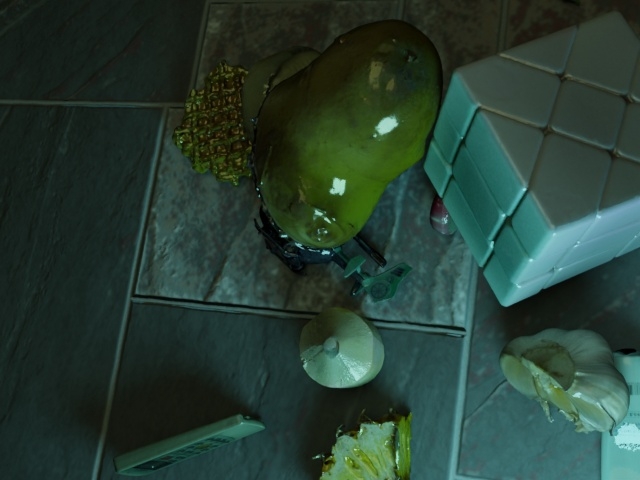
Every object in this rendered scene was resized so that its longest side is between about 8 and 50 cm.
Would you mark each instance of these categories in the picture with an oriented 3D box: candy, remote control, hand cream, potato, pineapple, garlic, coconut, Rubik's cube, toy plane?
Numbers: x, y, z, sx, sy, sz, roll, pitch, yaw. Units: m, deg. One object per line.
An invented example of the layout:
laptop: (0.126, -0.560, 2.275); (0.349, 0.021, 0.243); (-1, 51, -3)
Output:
candy: (0.243, -0.061, 1.608); (0.043, 0.103, 0.103); (21, 83, 27)
remote control: (-0.247, 0.392, 1.640); (0.285, 0.123, 0.038); (-20, 70, 10)
hand cream: (0.523, 0.343, 1.441); (0.109, 0.067, 0.321); (-2, 80, 16)
potato: (0.054, -0.193, 1.479); (0.289, 0.296, 0.397); (32, 76, -14)
pineapple: (0.093, 0.414, 1.542); (0.186, 0.114, 0.236); (42, 101, 22)
garlic: (0.422, 0.222, 1.446); (0.229, 0.178, 0.143); (20, 63, 39)
coconut: (0.039, 0.202, 1.578); (0.147, 0.152, 0.147); (-5, 76, 19)
Rubik's cube: (0.394, -0.128, 1.419); (0.318, 0.316, 0.322); (-22, 68, -11)
toy plane: (0.000, 0.000, 1.678); (0.155, 0.106, 0.381); (-44, 62, -10)

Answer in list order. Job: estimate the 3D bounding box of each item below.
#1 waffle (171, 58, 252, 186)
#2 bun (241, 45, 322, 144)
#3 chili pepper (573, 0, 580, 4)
waffle: (-0.190, -0.249, 1.826); (0.245, 0.052, 0.254); (32, 88, 19)
bun: (-0.055, -0.249, 1.694); (0.152, 0.259, 0.260); (-1, 73, 51)
chili pepper: (0.465, -0.556, 1.700); (0.048, 0.043, 0.208); (-20, 70, 25)
